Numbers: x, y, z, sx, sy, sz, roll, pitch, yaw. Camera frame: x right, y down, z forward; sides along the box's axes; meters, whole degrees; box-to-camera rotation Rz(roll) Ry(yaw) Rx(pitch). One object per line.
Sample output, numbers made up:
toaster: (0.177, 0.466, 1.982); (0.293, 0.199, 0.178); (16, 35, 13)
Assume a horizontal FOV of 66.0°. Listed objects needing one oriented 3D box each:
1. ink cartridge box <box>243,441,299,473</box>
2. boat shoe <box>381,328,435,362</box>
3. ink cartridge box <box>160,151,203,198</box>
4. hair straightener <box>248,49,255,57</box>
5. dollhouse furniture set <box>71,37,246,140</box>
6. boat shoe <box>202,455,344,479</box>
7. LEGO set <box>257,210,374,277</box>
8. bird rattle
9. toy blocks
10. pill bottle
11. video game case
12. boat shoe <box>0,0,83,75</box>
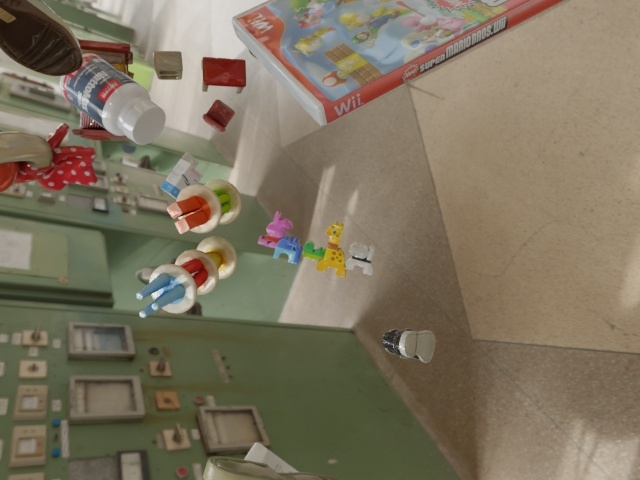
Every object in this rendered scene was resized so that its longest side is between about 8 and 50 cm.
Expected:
ink cartridge box: (-0.035, 0.489, 0.925); (0.066, 0.261, 0.296); (-55, -8, -27)
boat shoe: (0.127, 0.147, 0.694); (0.038, 0.125, 0.046); (4, 82, 34)
ink cartridge box: (-0.250, -0.117, 0.910); (0.028, 0.048, 0.083); (29, 82, 23)
hair straightener: (-0.078, -0.524, 1.295); (0.089, 0.231, 0.047); (60, 162, 24)
dollhouse furniture set: (-0.356, -0.331, 1.128); (0.152, 0.375, 0.201); (-155, 64, -72)
boat shoe: (-0.017, 0.360, 0.624); (0.113, 0.303, 0.103); (-18, 52, 67)
LEGO set: (0.000, 0.000, 0.909); (0.087, 0.228, 0.093); (-77, 2, -75)
bird rattle: (-0.431, -0.088, 0.654); (0.207, 0.254, 0.142); (-5, 99, 67)
toy blocks: (-0.135, 0.007, 0.504); (0.148, 0.054, 0.123); (-48, -33, -69)
pill bottle: (-0.386, -0.262, 0.930); (0.180, 0.108, 0.107); (35, 117, 12)
video game case: (0.074, -0.237, 0.498); (0.204, 0.285, 0.025); (54, 169, 37)
boat shoe: (-0.412, -0.319, 0.649); (0.257, 0.095, 0.095); (58, -169, -77)
